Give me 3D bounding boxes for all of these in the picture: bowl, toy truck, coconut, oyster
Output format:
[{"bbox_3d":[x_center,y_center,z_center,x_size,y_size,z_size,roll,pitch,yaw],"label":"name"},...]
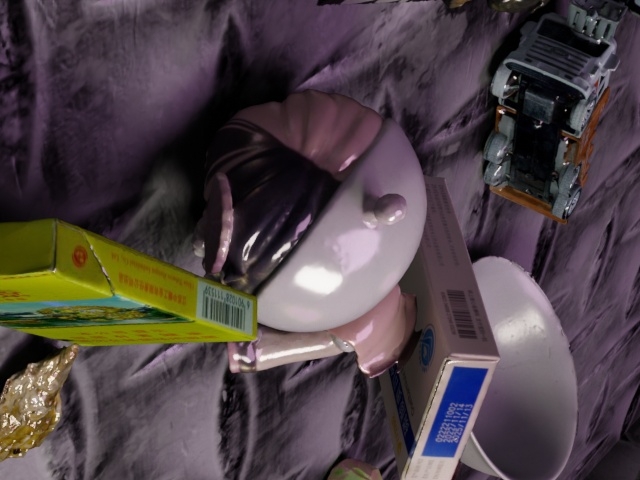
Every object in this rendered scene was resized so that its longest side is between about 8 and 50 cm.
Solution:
[{"bbox_3d":[0.229,0.206,2.032,0.157,0.345,0.345,-18,180,37],"label":"bowl"},{"bbox_3d":[0.317,-0.186,1.818,0.184,0.133,0.338,-55,160,-26],"label":"toy truck"},{"bbox_3d":[0.048,0.369,2.060,0.081,0.082,0.083,-36,121,-66],"label":"coconut"},{"bbox_3d":[-0.270,0.153,1.295,0.146,0.045,0.121,-53,169,-5],"label":"oyster"}]

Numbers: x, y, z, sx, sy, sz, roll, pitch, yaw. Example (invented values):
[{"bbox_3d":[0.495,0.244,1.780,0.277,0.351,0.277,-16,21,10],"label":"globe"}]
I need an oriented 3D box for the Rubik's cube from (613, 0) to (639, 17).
[{"bbox_3d":[0.455,-0.387,1.754,0.167,0.180,0.183,-31,143,-44],"label":"Rubik's cube"}]

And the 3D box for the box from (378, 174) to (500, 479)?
[{"bbox_3d":[0.122,0.097,1.622,0.065,0.343,0.200,7,125,-13],"label":"box"}]

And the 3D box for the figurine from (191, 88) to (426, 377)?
[{"bbox_3d":[0.003,-0.008,1.373,0.361,0.211,0.253,77,29,-63],"label":"figurine"}]

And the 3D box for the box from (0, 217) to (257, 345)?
[{"bbox_3d":[-0.202,0.042,1.112,0.335,0.187,0.047,29,61,-65],"label":"box"}]

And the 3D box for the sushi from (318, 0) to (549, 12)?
[{"bbox_3d":[0.221,-0.285,1.374,0.339,0.068,0.320,-26,174,34],"label":"sushi"}]
